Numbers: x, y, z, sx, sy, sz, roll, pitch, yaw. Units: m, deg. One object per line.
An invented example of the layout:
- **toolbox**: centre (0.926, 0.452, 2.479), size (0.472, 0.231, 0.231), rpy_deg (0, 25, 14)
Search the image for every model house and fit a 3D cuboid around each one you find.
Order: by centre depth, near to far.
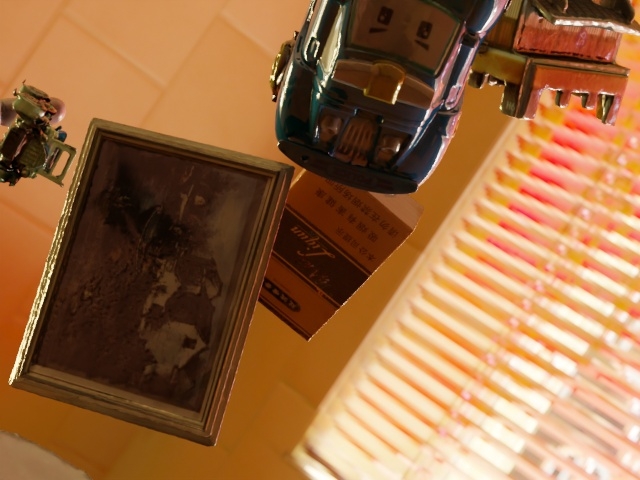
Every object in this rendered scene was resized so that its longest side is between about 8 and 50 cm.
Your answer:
- **model house**: centre (0.222, -0.250, 1.308), size (0.224, 0.215, 0.198), rpy_deg (-2, 19, -42)

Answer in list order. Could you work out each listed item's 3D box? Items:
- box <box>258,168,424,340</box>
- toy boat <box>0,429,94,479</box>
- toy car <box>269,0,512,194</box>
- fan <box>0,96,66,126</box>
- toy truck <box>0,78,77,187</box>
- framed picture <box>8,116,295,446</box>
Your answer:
- **box**: centre (0.000, 0.000, 1.560), size (0.152, 0.237, 0.070), rpy_deg (40, 32, -5)
- **toy boat**: centre (-0.272, 0.256, 1.103), size (0.290, 0.100, 0.199), rpy_deg (31, 22, 14)
- **toy car**: centre (0.065, -0.188, 1.138), size (0.198, 0.314, 0.166), rpy_deg (18, 35, -5)
- **fan**: centre (-0.554, -0.220, 2.087), size (0.244, 0.074, 0.130), rpy_deg (-7, 10, -33)
- **toy truck**: centre (-0.257, -0.089, 1.113), size (0.078, 0.080, 0.154), rpy_deg (29, 5, -14)
- **framed picture**: centre (-0.173, 0.036, 1.241), size (0.232, 0.296, 0.019), rpy_deg (14, -7, 13)
